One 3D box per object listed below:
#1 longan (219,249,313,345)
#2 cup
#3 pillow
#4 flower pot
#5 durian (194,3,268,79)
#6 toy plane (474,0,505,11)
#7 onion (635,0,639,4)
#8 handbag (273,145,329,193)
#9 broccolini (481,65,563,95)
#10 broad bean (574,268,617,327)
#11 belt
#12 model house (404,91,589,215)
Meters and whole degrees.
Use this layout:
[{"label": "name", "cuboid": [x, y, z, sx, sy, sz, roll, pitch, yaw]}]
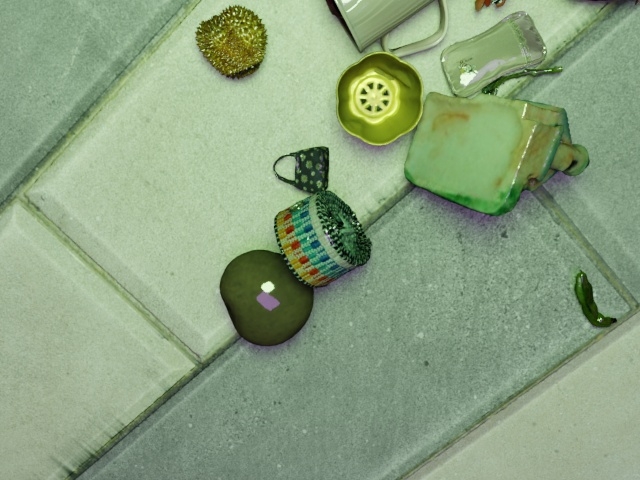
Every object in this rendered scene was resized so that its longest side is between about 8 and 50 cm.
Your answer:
[{"label": "longan", "cuboid": [-0.133, 0.147, 1.373, 0.245, 0.215, 0.246, 0, 90, 20]}, {"label": "cup", "cuboid": [0.150, -0.536, 1.157, 0.273, 0.208, 0.288, -30, 94, 9]}, {"label": "pillow", "cuboid": [0.397, -0.431, 1.268, 0.232, 0.038, 0.131, -24, 90, 9]}, {"label": "flower pot", "cuboid": [0.125, -0.322, 1.240, 0.195, 0.179, 0.195, 0, 107, 0]}, {"label": "durian", "cuboid": [-0.194, -0.451, 1.241, 0.158, 0.137, 0.168, -36, 94, 33]}, {"label": "toy plane", "cuboid": [0.407, -0.582, 1.180, 0.061, 0.130, 0.189, 14, 144, -43]}, {"label": "onion", "cuboid": [0.611, -0.611, 1.114, 0.280, 0.221, 0.281, 2, 116, 4]}, {"label": "handbag", "cuboid": [-0.049, -0.173, 1.349, 0.139, 0.072, 0.115, 3, 111, 5]}, {"label": "broccolini", "cuboid": [0.463, -0.378, 1.279, 0.194, 0.054, 0.052, -22, 75, 13]}, {"label": "broad bean", "cuboid": [0.707, 0.163, 1.435, 0.061, 0.046, 0.195, -41, 106, 1]}, {"label": "belt", "cuboid": [0.000, 0.000, 1.306, 0.160, 0.295, 0.207, -28, 87, 17]}, {"label": "model house", "cuboid": [0.402, -0.190, 1.216, 0.280, 0.312, 0.245, 4, 107, -39]}]
